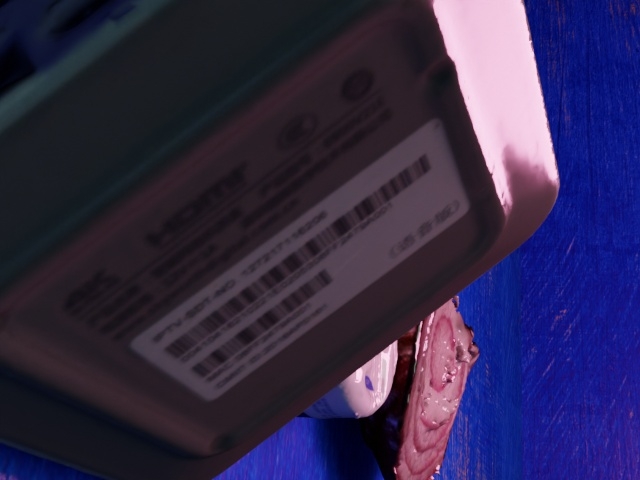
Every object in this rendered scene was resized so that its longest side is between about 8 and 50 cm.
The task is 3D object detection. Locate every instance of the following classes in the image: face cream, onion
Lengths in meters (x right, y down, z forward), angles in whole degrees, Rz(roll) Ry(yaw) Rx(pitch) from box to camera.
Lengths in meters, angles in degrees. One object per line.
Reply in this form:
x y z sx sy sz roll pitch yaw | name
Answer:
0.012 0.086 0.874 0.206 0.111 0.206 -2 90 -67 | face cream
0.102 0.181 1.071 0.280 0.146 0.314 -62 153 -32 | onion

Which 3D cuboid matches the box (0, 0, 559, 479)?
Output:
-0.037 -0.009 0.467 0.090 0.367 0.373 52 0 33 | box
